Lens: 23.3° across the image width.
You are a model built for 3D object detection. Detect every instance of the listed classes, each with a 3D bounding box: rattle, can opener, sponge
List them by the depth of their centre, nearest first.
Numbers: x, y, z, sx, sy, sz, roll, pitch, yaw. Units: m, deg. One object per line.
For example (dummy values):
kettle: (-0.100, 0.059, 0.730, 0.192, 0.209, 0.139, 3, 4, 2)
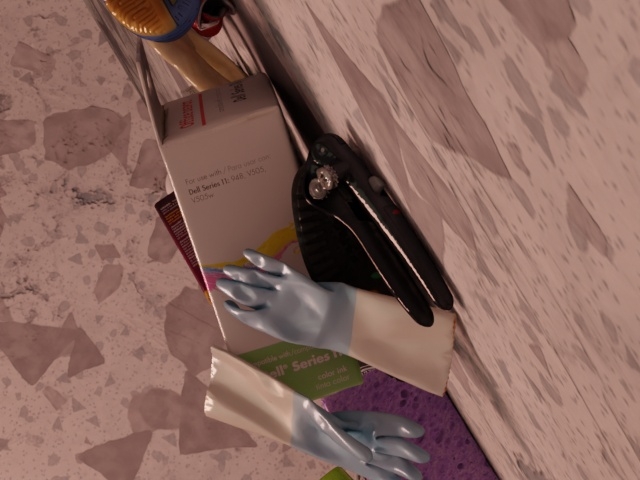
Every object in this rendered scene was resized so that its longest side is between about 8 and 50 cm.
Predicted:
can opener: (0.049, -0.012, 1.274, 0.186, 0.073, 0.059, 54, 134, 22)
sponge: (0.103, 0.227, 1.617, 0.210, 0.117, 0.031, 59, 172, 7)
rattle: (-0.169, -0.172, 1.638, 0.200, 0.143, 0.130, 32, -147, -31)

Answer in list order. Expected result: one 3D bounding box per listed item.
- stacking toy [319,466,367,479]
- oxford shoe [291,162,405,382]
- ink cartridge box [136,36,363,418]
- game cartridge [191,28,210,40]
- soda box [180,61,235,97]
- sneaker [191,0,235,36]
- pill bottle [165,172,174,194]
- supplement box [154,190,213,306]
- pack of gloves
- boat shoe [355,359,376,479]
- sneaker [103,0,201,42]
stacking toy: (0.146, 0.335, 1.755, 0.309, 0.130, 0.279, 44, 175, 28)
oxford shoe: (0.030, 0.020, 1.405, 0.096, 0.083, 0.227, -117, 1, -66)
ink cartridge box: (-0.071, -0.035, 1.500, 0.207, 0.119, 0.353, -111, 3, -73)
game cartridge: (-0.197, -0.307, 1.807, 0.196, 0.060, 0.294, 64, 173, -10)
soda box: (-0.099, -0.119, 1.814, 0.069, 0.074, 0.216, 57, 174, 22)
sneaker: (-0.111, -0.225, 1.548, 0.067, 0.042, 0.118, 60, 173, 28)
pill bottle: (-0.128, -0.048, 2.033, 0.117, 0.117, 0.215, 53, 171, 47)
supplement box: (-0.109, 0.019, 1.802, 0.188, 0.081, 0.104, 55, 179, 46)
pack of gloves: (-0.005, 0.121, 1.366, 0.232, 0.046, 0.195, 18, 122, 21)
boat shoe: (0.094, 0.284, 2.022, 0.105, 0.113, 0.306, -118, 3, -67)
sneaker: (-0.165, -0.285, 1.478, 0.296, 0.112, 0.131, 67, -175, 34)
